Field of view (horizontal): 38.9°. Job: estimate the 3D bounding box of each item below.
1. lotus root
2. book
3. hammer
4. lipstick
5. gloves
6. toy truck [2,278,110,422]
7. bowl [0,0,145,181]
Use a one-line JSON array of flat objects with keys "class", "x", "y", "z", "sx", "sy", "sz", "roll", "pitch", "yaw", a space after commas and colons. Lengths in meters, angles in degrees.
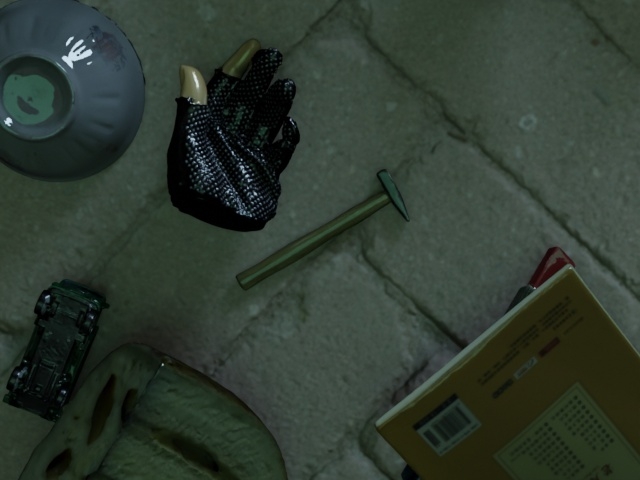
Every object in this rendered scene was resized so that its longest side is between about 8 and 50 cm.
[{"class": "lotus root", "x": -0.157, "y": 0.263, "z": 0.947, "sx": 0.260, "sy": 0.149, "sz": 0.267, "roll": 34, "pitch": 86, "yaw": -36}, {"class": "book", "x": 0.273, "y": 0.243, "z": 0.986, "sx": 0.269, "sy": 0.032, "sz": 0.389, "roll": -39, "pitch": 109, "yaw": 3}, {"class": "hammer", "x": 0.000, "y": 0.000, "z": 0.961, "sx": 0.198, "sy": 0.013, "sz": 0.062, "roll": -31, "pitch": 102, "yaw": 6}, {"class": "lipstick", "x": 0.188, "y": 0.146, "z": 0.985, "sx": 0.051, "sy": 0.051, "sz": 0.312, "roll": 28, "pitch": 99, "yaw": -9}, {"class": "gloves", "x": -0.086, "y": -0.111, "z": 0.902, "sx": 0.129, "sy": 0.106, "sz": 0.181, "roll": 14, "pitch": 74, "yaw": -6}, {"class": "toy truck", "x": -0.274, "y": 0.113, "z": 0.946, "sx": 0.065, "sy": 0.079, "sz": 0.147, "roll": 23, "pitch": 102, "yaw": -6}, {"class": "bowl", "x": -0.270, "y": -0.144, "z": 0.882, "sx": 0.189, "sy": 0.086, "sz": 0.189, "roll": -1, "pitch": 103, "yaw": -3}]
